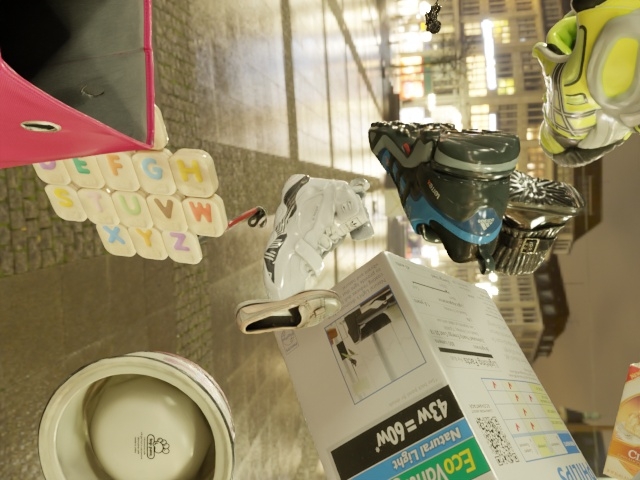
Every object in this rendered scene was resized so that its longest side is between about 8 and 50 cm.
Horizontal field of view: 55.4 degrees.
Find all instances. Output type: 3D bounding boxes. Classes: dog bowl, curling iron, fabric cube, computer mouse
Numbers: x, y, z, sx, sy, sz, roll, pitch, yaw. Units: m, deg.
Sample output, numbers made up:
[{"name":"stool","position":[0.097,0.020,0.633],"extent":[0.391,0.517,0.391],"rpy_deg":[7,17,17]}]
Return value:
[{"name":"dog bowl","position":[-0.366,0.417,1.289],"extent":[0.150,0.408,0.407],"rpy_deg":[-55,142,-81]},{"name":"curling iron","position":[-0.281,-0.030,1.831],"extent":[0.068,0.274,0.035],"rpy_deg":[69,-12,-11]},{"name":"fabric cube","position":[-0.349,-0.228,0.627],"extent":[0.254,0.258,0.258],"rpy_deg":[30,55,-76]},{"name":"computer mouse","position":[0.269,-0.512,1.218],"extent":[0.193,0.042,0.106],"rpy_deg":[-59,-170,35]}]

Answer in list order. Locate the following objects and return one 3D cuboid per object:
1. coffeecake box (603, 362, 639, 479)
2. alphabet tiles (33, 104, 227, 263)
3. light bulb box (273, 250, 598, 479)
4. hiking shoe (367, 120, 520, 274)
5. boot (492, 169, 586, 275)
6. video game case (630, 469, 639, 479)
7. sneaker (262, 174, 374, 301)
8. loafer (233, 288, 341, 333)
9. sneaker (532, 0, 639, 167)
[{"name":"coffeecake box","position":[0.548,0.304,0.958],"extent":[0.068,0.142,0.185],"rpy_deg":[8,95,-49]},{"name":"alphabet tiles","position":[-0.277,-0.074,0.875],"extent":[0.021,0.284,0.277],"rpy_deg":[-68,159,-47]},{"name":"light bulb box","position":[0.173,0.248,0.894],"extent":[0.358,0.225,0.361],"rpy_deg":[19,40,-50]},{"name":"hiking shoe","position":[0.116,-0.065,0.689],"extent":[0.304,0.113,0.132],"rpy_deg":[-114,-155,-74]},{"name":"boot","position":[0.469,-0.040,1.553],"extent":[0.131,0.348,0.260],"rpy_deg":[-92,-160,-45]},{"name":"video game case","position":[0.437,0.319,0.724],"extent":[0.026,0.207,0.226],"rpy_deg":[-103,-156,-52]},{"name":"sneaker","position":[0.000,0.000,1.399],"extent":[0.137,0.210,0.365],"rpy_deg":[55,39,-53]},{"name":"loafer","position":[-0.034,0.086,0.694],"extent":[0.039,0.125,0.045],"rpy_deg":[-123,-151,-61]},{"name":"sneaker","position":[0.317,-0.189,0.684],"extent":[0.147,0.145,0.384],"rpy_deg":[44,0,7]}]
